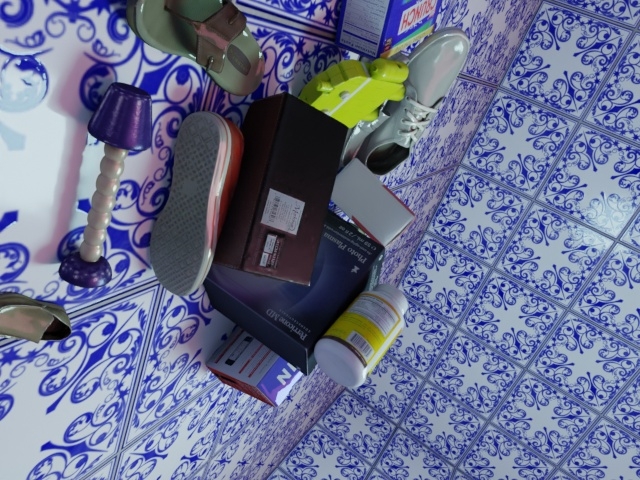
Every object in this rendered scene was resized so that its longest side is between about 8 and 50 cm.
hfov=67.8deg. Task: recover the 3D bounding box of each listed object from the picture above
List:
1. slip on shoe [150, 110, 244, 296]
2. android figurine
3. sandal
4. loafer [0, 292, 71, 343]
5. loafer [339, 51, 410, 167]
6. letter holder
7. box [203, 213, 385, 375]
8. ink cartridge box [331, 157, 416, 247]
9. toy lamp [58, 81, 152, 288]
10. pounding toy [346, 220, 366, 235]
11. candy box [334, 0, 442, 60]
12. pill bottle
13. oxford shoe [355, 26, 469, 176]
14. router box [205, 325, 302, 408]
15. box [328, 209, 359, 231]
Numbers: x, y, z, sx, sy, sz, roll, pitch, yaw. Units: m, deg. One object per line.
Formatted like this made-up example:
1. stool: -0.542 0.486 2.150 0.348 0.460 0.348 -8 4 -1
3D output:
1. slip on shoe: -0.201 -0.052 0.803 0.101 0.123 0.332 -27 139 -63
2. android figurine: 0.062 -0.300 1.006 0.248 0.056 0.272 -31 168 40
3. sandal: -0.138 -0.280 0.650 0.120 0.086 0.302 -62 161 8
4. loafer: -0.394 0.108 0.646 0.056 0.050 0.148 -59 161 0
5. loafer: 0.117 -0.321 1.189 0.112 0.111 0.320 -27 144 -57
6. letter holder: -0.104 -0.091 0.888 0.152 0.214 0.302 18 84 -40
7. box: -0.058 0.084 1.078 0.294 0.296 0.183 -50 160 -25
8. ink cartridge box: 0.147 -0.090 1.349 0.131 0.226 0.306 -47 172 4
9. toy lamp: -0.280 -0.067 0.628 0.080 0.080 0.275 -23 139 -60
10. pounding toy: 0.053 0.033 1.538 0.110 0.182 0.237 -83 -164 -69
11. candy box: 0.169 -0.556 0.951 0.268 0.122 0.317 -44 157 -39
12. pill bottle: 0.091 0.183 0.966 0.215 0.117 0.117 -42 155 -38
13. oxford shoe: 0.239 -0.336 1.249 0.169 0.130 0.449 10 136 -29
14. router box: -0.108 0.243 1.240 0.335 0.082 0.301 -49 -156 -26
15. box: 0.000 0.000 1.301 0.158 0.156 0.093 -51 162 -10
